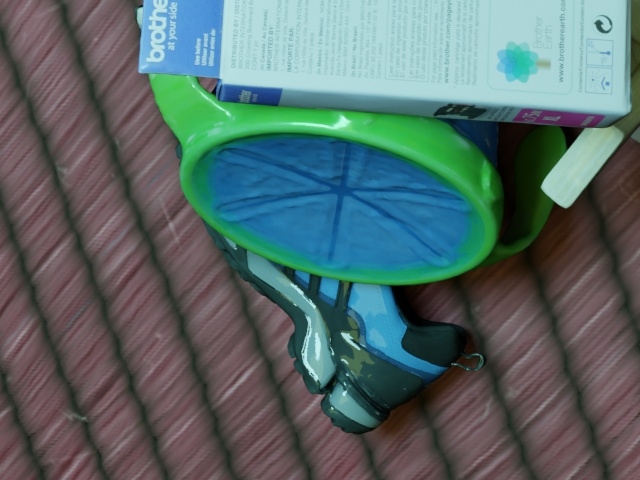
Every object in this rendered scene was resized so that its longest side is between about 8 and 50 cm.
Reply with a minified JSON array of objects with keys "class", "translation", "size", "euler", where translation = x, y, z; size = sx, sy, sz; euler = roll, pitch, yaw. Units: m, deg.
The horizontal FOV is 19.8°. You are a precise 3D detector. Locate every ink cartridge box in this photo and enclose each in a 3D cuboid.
[{"class":"ink cartridge box","translation":[0.043,-0.175,1.177],"size":[0.311,0.065,0.185],"euler":[4,81,-7]}]

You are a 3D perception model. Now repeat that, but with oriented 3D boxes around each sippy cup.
[{"class":"sippy cup","translation":[0.034,-0.117,1.337],"size":[0.240,0.305,0.224],"euler":[0,62,24]}]

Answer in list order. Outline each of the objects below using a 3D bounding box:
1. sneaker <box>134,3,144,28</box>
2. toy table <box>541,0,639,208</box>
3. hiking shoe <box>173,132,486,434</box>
[{"class":"sneaker","translation":[-0.050,-0.285,1.428],"size":[0.118,0.110,0.292],"euler":[19,109,1]},{"class":"toy table","translation":[0.252,-0.140,1.305],"size":[0.274,0.161,0.252],"euler":[29,109,12]},{"class":"hiking shoe","translation":[0.000,0.000,1.466],"size":[0.132,0.113,0.304],"euler":[-32,95,9]}]
